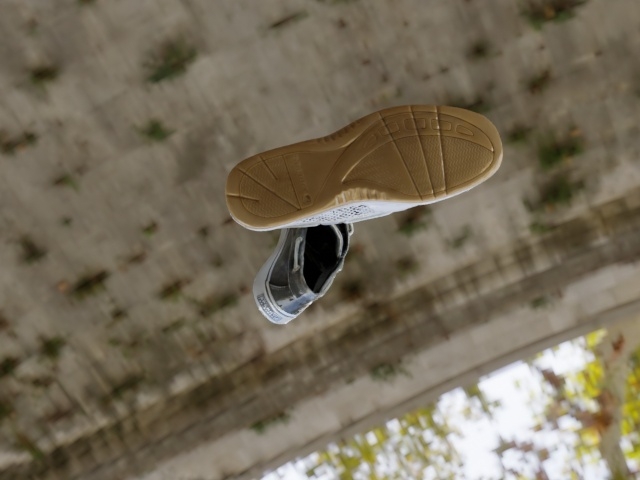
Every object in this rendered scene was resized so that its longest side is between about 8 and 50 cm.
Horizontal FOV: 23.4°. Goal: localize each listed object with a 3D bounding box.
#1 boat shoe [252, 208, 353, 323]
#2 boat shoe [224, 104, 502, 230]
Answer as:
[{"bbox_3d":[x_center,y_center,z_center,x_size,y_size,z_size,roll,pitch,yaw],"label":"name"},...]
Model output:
[{"bbox_3d":[0.000,0.000,1.578,0.070,0.078,0.219,-30,-156,34],"label":"boat shoe"},{"bbox_3d":[0.040,-0.069,1.532,0.277,0.098,0.096,-11,173,-5],"label":"boat shoe"}]
